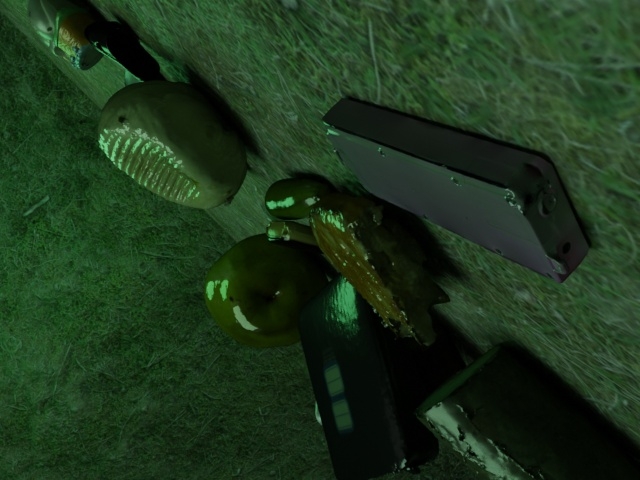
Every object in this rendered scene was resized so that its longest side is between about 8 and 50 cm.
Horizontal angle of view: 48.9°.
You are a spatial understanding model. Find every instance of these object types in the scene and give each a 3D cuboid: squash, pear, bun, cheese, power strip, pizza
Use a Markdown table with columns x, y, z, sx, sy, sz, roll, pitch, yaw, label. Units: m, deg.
| x | y | z | sx | sy | sz | roll | pitch | yaw | label |
| --- | --- | --- | --- | --- | --- | --- | --- | --- | --- |
| -0.033 | -0.064 | 1.051 | 0.066 | 0.066 | 0.201 | 46 | 164 | -15 | squash |
| -0.122 | 0.116 | 1.627 | 0.294 | 0.294 | 0.294 | 42 | 171 | 8 | pear |
| -0.236 | -0.165 | 1.158 | 0.259 | 0.160 | 0.259 | 19 | 156 | 9 | bun |
| 0.000 | 0.001 | 1.102 | 0.162 | 0.036 | 0.086 | 15 | 171 | -31 | cheese |
| 0.099 | -0.051 | 0.592 | 0.109 | 0.037 | 0.279 | 50 | 169 | -36 | power strip |
| 0.077 | 0.027 | 0.898 | 0.223 | 0.089 | 0.323 | 50 | 173 | 0 | pizza |

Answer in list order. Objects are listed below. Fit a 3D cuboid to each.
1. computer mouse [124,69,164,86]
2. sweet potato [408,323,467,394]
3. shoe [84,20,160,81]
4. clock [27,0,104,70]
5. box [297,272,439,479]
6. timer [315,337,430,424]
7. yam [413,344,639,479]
| x | y | z | sx | sy | sz | roll | pitch | yaw | label |
| --- | --- | --- | --- | --- | --- | --- | --- | --- | --- |
| -0.330 | -0.274 | 1.357 | 0.113 | 0.068 | 0.229 | 42 | 171 | -1 | computer mouse |
| 0.252 | 0.244 | 1.117 | 0.286 | 0.112 | 0.085 | 35 | -159 | 26 | sweet potato |
| -0.324 | -0.323 | 1.149 | 0.159 | 0.062 | 0.053 | 42 | 158 | 14 | shoe |
| -0.472 | -0.397 | 1.310 | 0.144 | 0.103 | 0.231 | 46 | 169 | -8 | clock |
| 0.064 | 0.239 | 1.223 | 0.359 | 0.091 | 0.350 | 130 | 128 | -60 | box |
| 0.117 | 0.311 | 1.476 | 0.194 | 0.195 | 0.192 | 52 | -151 | -42 | timer |
| 0.282 | 0.278 | 0.914 | 0.304 | 0.168 | 0.168 | 41 | 171 | 9 | yam |
